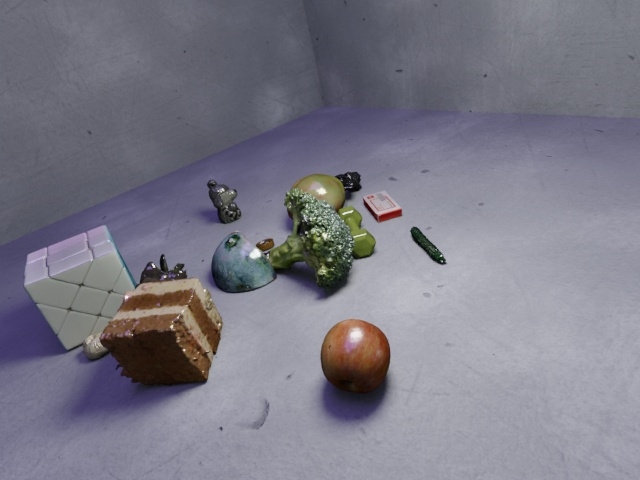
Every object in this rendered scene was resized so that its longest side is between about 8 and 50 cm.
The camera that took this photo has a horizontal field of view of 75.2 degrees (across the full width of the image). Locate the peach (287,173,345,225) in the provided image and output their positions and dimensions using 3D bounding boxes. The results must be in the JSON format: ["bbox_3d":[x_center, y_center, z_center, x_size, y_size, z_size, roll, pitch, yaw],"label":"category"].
[{"bbox_3d":[-0.020,-0.183,1.943,0.292,0.247,0.292,-40,17,14],"label":"peach"}]

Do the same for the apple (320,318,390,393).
[{"bbox_3d":[0.093,0.312,1.115,0.189,0.188,0.173,0,43,23],"label":"apple"}]

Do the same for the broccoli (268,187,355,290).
[{"bbox_3d":[-0.039,0.052,1.582,0.275,0.396,0.353,10,37,-37],"label":"broccoli"}]

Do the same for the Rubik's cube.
[{"bbox_3d":[-0.926,0.174,1.651,0.319,0.321,0.316,-26,31,-22],"label":"Rubik's cube"}]

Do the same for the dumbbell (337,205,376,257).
[{"bbox_3d":[0.145,-0.042,1.769,0.108,0.121,0.301,10,25,-16],"label":"dumbbell"}]

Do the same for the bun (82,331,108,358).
[{"bbox_3d":[-0.809,0.373,1.511,0.115,0.069,0.115,-10,28,6],"label":"bun"}]

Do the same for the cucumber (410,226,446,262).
[{"bbox_3d":[0.414,0.017,1.619,0.044,0.043,0.256,-22,31,-3],"label":"cucumber"}]

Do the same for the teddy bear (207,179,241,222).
[{"bbox_3d":[-0.503,-0.200,2.213,0.144,0.250,0.171,-16,44,-1],"label":"teddy bear"}]

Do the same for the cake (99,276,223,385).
[{"bbox_3d":[-0.484,0.285,1.337,0.283,0.255,0.290,-7,34,11],"label":"cake"}]

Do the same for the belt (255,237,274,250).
[{"bbox_3d":[-0.254,0.020,1.909,0.084,0.035,0.059,-22,24,-13],"label":"belt"}]

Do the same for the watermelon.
[{"bbox_3d":[-0.356,0.085,1.701,0.322,0.175,0.188,13,39,40],"label":"watermelon"}]

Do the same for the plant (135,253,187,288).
[{"bbox_3d":[-0.599,0.191,1.623,0.189,0.198,0.276,-5,34,3],"label":"plant"}]

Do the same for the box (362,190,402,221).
[{"bbox_3d":[0.291,-0.163,1.970,0.123,0.049,0.229,-17,30,-4],"label":"box"}]

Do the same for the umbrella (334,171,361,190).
[{"bbox_3d":[0.134,-0.301,2.141,0.122,0.110,0.272,41,22,9],"label":"umbrella"}]

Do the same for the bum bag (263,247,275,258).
[{"bbox_3d":[-0.223,0.069,1.812,0.125,0.034,0.058,-23,40,-15],"label":"bum bag"}]

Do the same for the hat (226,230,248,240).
[{"bbox_3d":[-0.399,-0.003,1.983,0.112,0.093,0.162,-7,11,-7],"label":"hat"}]
